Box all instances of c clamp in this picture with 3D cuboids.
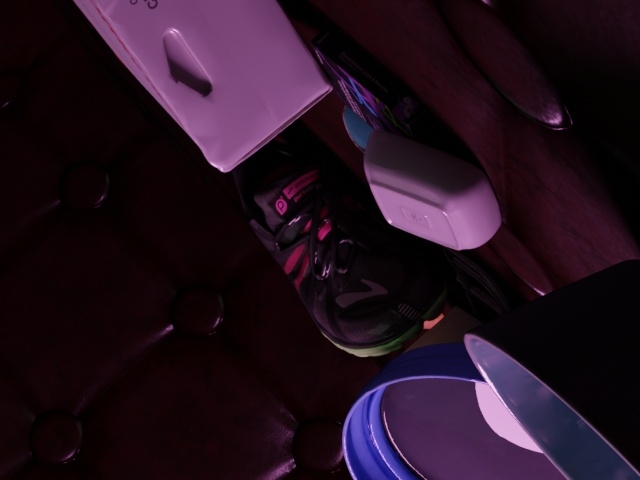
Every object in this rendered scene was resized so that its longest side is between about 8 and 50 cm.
[{"bbox_3d":[0.204,0.062,1.903,0.137,0.022,0.160,57,172,-26],"label":"c clamp"}]

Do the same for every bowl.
[{"bbox_3d":[0.277,0.135,1.192,0.311,0.163,0.311,48,174,7],"label":"bowl"},{"bbox_3d":[0.109,-0.044,1.551,0.142,0.053,0.142,22,160,25],"label":"bowl"},{"bbox_3d":[0.221,0.282,1.935,0.391,0.077,0.391,16,138,15],"label":"bowl"}]

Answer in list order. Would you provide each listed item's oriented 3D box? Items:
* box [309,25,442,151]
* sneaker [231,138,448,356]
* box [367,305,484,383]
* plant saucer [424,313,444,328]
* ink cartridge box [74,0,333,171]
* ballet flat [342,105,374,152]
[{"bbox_3d":[0.061,-0.142,1.578,0.162,0.029,0.116,45,173,32],"label":"box"},{"bbox_3d":[0.000,0.000,2.158,0.483,0.185,0.202,40,174,47],"label":"sneaker"},{"bbox_3d":[0.193,0.211,2.125,0.119,0.181,0.182,53,173,-24],"label":"box"},{"bbox_3d":[0.122,0.072,2.425,0.200,0.037,0.200,47,174,6],"label":"plant saucer"},{"bbox_3d":[-0.180,-0.281,1.679,0.279,0.160,0.385,54,175,-37],"label":"ink cartridge box"},{"bbox_3d":[0.065,-0.111,1.713,0.114,0.041,0.041,50,173,-8],"label":"ballet flat"}]
